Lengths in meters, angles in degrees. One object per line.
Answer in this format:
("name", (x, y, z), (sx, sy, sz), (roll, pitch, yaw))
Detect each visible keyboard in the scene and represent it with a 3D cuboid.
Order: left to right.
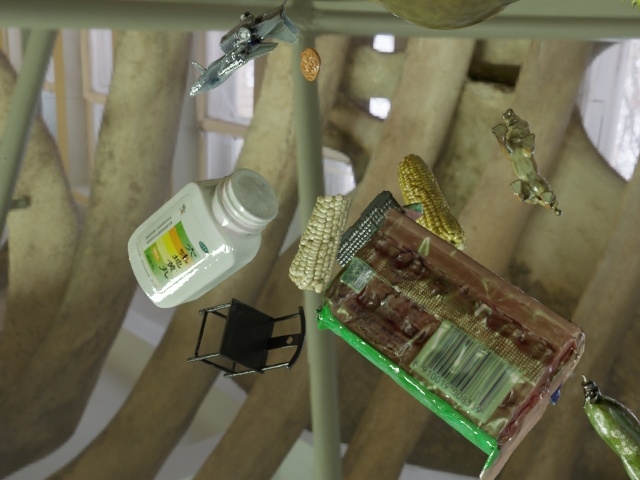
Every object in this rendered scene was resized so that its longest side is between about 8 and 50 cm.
("keyboard", (0.121, -0.015, 1.923), (0.016, 0.262, 0.106), (-12, -120, -49))

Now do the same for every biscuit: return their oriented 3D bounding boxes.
("biscuit", (-0.029, -0.450, 1.884), (0.015, 0.091, 0.078), (-24, -112, -30))

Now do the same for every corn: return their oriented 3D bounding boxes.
("corn", (0.000, 0.000, 1.485), (0.087, 0.210, 0.087), (17, -171, -3))
("corn", (0.247, -0.086, 1.719), (0.101, 0.101, 0.291), (-3, -127, -19))

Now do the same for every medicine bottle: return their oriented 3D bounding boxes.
("medicine bottle", (-0.222, -0.010, 1.405), (0.324, 0.179, 0.124), (-33, 168, 34))

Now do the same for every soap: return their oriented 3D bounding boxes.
("soap", (0.137, 0.103, 0.831), (0.273, 0.098, 0.218), (35, -106, 27))

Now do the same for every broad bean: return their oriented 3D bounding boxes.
("broad bean", (0.541, 0.364, 1.262), (0.077, 0.339, 0.061), (-32, 174, -39))

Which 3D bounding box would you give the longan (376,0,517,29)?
("longan", (0.186, -0.453, 0.955), (0.361, 0.360, 0.361), (2, -164, -1))

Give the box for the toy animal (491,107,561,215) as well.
("toy animal", (0.500, -0.185, 1.802), (0.097, 0.312, 0.158), (-22, 167, 24))

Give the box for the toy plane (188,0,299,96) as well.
("toy plane", (-0.171, -0.372, 1.461), (0.267, 0.088, 0.212), (-26, -147, 21))

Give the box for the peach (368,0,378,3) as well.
("peach", (0.133, -0.684, 1.707), (0.292, 0.292, 0.247), (20, -113, 46))

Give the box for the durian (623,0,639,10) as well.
("durian", (0.638, -0.524, 1.235), (0.163, 0.198, 0.394), (-31, 174, -17))

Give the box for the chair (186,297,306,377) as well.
("chair", (-0.173, 0.228, 1.735), (0.141, 0.154, 0.260), (31, 146, -35))
